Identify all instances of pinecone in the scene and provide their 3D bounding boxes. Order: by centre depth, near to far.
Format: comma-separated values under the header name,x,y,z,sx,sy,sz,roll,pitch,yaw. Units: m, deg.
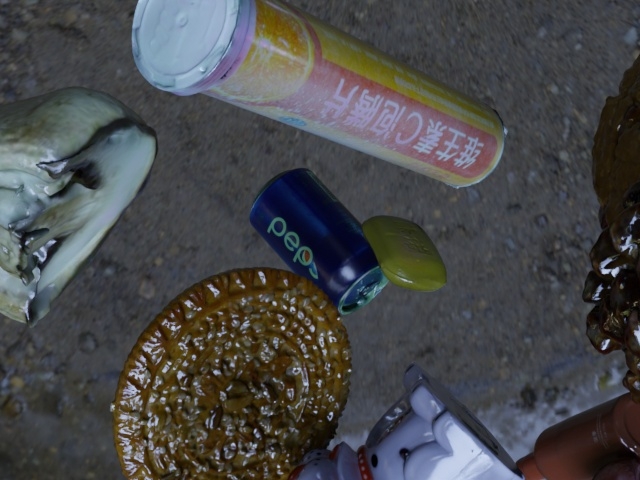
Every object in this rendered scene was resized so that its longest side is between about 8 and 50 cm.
name,x,y,z,sx,sy,sz,roll,pitch,yaw
pinecone,0.307,0.045,0.817,0.202,0.201,0.229,-20,73,-17

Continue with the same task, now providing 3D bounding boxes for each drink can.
name,x,y,z,sx,sy,sz,roll,pitch,yaw
drink can,0.000,0.000,1.542,0.205,0.118,0.118,48,110,23

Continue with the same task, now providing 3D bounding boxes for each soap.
name,x,y,z,sx,sy,sz,roll,pitch,yaw
soap,0.102,0.012,1.356,0.089,0.140,0.045,7,120,-22

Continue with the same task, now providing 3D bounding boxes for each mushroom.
name,x,y,z,sx,sy,sz,roll,pitch,yaw
mushroom,-0.284,-0.062,1.100,0.164,0.189,0.267,37,148,9

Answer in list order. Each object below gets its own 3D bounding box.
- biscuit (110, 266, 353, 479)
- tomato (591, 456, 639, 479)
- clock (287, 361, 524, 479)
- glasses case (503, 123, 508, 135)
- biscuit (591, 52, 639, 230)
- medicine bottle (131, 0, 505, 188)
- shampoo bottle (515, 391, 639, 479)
name,x,y,z,sx,sy,sz,roll,pitch,yaw
biscuit,-0.084,0.173,1.210,0.305,0.038,0.305,-13,113,-33
tomato,0.331,0.335,1.214,0.099,0.173,0.189,-15,137,27
clock,0.075,0.278,1.235,0.254,0.189,0.189,-40,104,5
glasses case,0.255,-0.178,1.781,0.063,0.164,0.041,22,93,-6
biscuit,0.360,-0.100,1.051,0.075,0.296,0.296,19,112,-27
medicine bottle,0.027,-0.133,0.978,0.108,0.426,0.108,-7,78,36
shampoo bottle,0.315,0.252,1.350,0.085,0.085,0.244,32,148,-9
